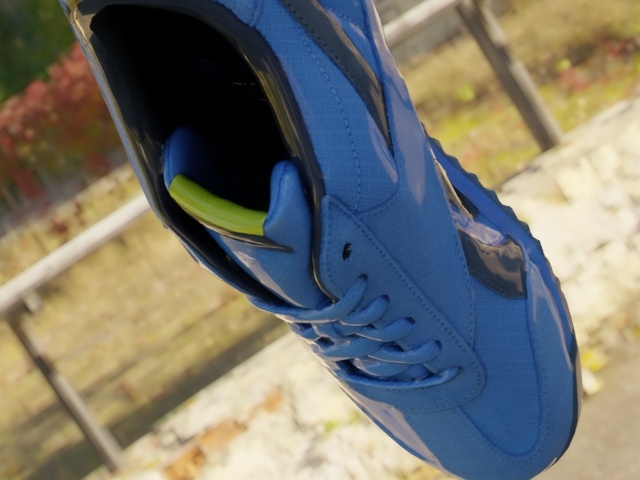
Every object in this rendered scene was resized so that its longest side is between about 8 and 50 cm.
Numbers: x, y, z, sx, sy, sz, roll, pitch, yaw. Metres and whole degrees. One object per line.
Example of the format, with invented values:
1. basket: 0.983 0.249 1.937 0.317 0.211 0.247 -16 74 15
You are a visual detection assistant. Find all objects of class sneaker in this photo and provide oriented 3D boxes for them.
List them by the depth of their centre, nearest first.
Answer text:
1. sneaker: 0.000 0.000 0.435 0.069 0.209 0.082 -11 38 27
